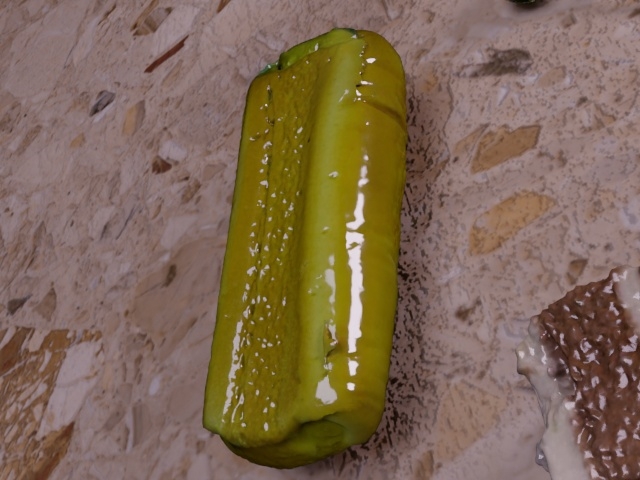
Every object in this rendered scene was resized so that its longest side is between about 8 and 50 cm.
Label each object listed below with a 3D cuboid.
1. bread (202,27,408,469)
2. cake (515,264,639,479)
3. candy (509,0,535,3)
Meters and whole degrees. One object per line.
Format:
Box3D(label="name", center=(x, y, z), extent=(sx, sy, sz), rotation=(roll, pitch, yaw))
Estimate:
Box3D(label="bread", center=(0.000, 0.000, 0.798), extent=(0.166, 0.112, 0.383), rotation=(-17, 57, 37))
Box3D(label="cake", center=(0.210, 0.091, 0.551), extent=(0.147, 0.134, 0.135), rotation=(-38, 45, 31))
Box3D(label="candy", center=(0.225, -0.215, 0.780), extent=(0.058, 0.062, 0.194), rotation=(-27, 39, -37))
